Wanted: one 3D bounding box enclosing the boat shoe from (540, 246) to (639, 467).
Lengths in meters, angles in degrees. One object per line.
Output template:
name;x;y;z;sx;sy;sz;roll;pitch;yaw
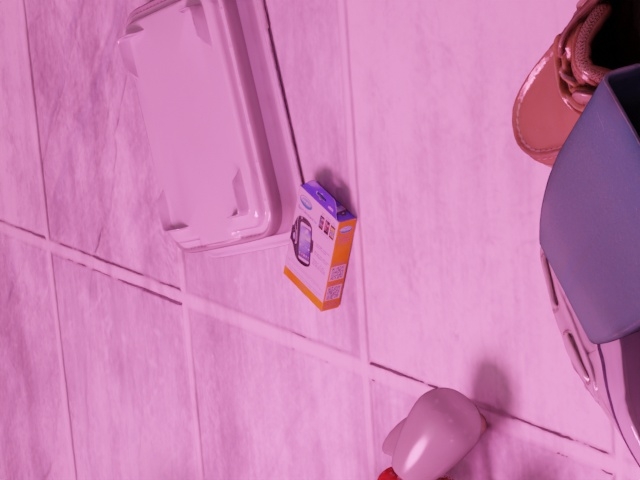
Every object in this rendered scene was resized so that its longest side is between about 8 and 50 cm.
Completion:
boat shoe;0.256;0.096;1.532;0.267;0.096;0.088;67;151;18

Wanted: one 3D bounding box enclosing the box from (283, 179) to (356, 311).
box;0.000;0.000;1.959;0.081;0.028;0.136;45;134;40

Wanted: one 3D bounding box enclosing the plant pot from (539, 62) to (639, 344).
plant pot;0.276;-0.022;1.399;0.165;0.165;0.234;65;154;18

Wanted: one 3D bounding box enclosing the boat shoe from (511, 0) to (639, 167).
boat shoe;0.239;-0.157;1.447;0.341;0.110;0.121;-46;63;53

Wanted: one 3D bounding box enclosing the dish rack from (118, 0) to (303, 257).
dish rack;-0.139;-0.143;2.086;0.285;0.072;0.333;-11;93;57

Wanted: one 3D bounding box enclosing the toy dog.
toy dog;0.094;0.295;1.846;0.334;0.161;0.220;-38;66;40
